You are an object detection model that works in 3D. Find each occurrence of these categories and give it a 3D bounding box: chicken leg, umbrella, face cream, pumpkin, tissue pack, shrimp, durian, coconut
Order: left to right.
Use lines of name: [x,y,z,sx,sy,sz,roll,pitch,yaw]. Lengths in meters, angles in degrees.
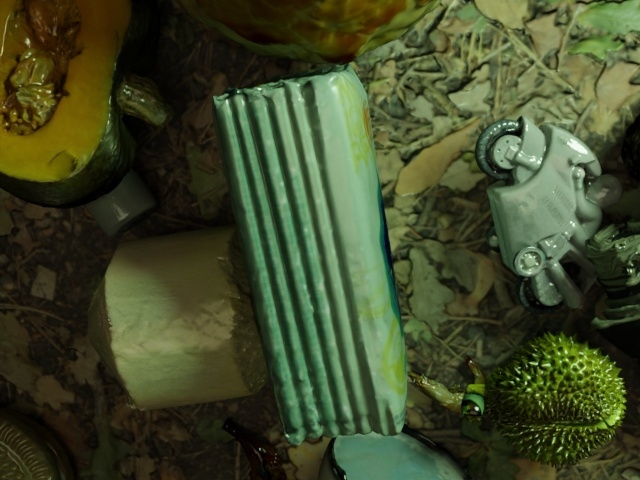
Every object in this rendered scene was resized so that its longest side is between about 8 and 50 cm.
face cream: [-0.336,-0.150,1.022,0.143,0.089,0.314,-36,91,14]
pumpkin: [-0.282,-0.193,0.924,0.222,0.139,0.317,13,82,6]
coconut: [-0.178,0.098,0.988,0.244,0.239,0.239,-11,103,10]
chicken leg: [-0.093,0.323,1.142,0.062,0.037,0.145,-17,104,26]
tissue pack: [0.000,0.000,0.905,0.162,0.287,0.387,-10,103,6]
shrimp: [0.176,0.190,1.071,0.114,0.023,0.083,28,104,-6]
durian: [0.297,0.205,0.996,0.159,0.146,0.198,50,125,2]
umbrella: [0.423,0.133,0.948,0.113,0.106,0.357,-4,124,43]

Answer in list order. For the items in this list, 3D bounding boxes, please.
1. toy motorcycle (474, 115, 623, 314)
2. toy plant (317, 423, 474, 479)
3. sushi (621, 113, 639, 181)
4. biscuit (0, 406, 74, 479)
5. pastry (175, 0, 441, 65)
toy motorcycle: [0.291,-0.039,0.953,0.171,0.110,0.260,-20,107,1]
toy plant: [0.047,0.433,1.059,0.247,0.247,0.332,28,111,0]
sushi: [0.498,-0.072,0.873,0.343,0.182,0.196,41,100,-7]
biscuit: [-0.502,0.366,1.184,0.259,0.079,0.259,2,106,8]
pastry: [-0.013,-0.372,0.794,0.389,0.312,0.388,1,102,5]
